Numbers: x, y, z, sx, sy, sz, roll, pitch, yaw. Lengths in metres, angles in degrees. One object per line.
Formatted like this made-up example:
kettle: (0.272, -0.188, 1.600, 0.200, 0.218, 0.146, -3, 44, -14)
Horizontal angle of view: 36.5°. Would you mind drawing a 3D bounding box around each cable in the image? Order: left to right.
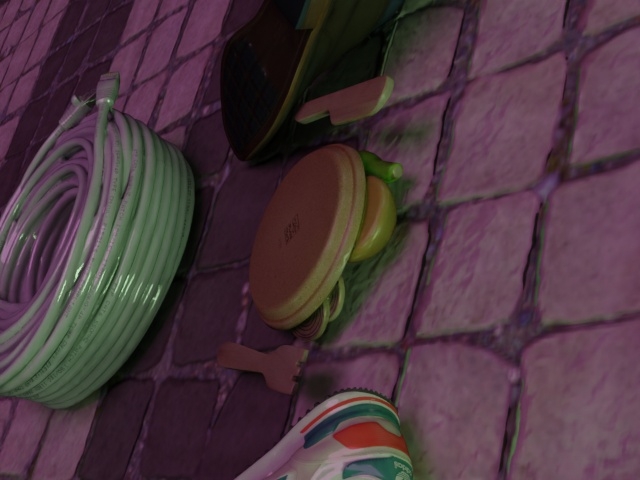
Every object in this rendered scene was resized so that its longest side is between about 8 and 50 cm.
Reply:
cable: (-0.209, 0.014, 0.820, 0.257, 0.089, 0.257, -47, 36, 22)

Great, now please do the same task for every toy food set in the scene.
toy food set: (0.000, 0.000, 0.601, 0.132, 0.039, 0.192, 0, 70, 62)

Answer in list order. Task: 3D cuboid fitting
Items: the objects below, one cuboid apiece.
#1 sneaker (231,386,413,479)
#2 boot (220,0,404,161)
sneaker: (-0.015, 0.149, 0.478, 0.161, 0.057, 0.075, -47, 29, 15)
boot: (0.000, -0.136, 0.682, 0.082, 0.106, 0.219, 61, 148, 22)
